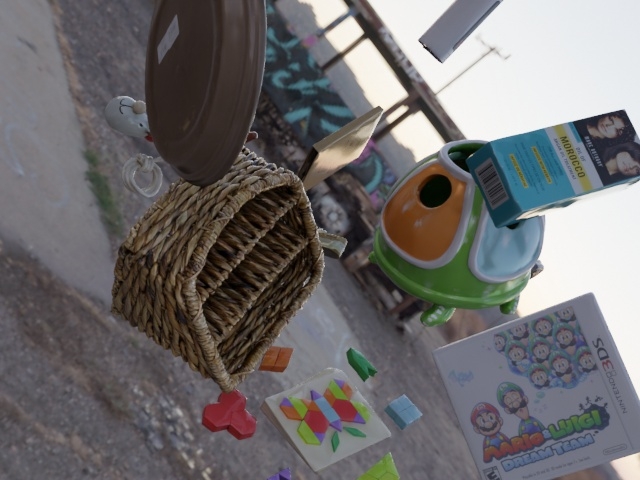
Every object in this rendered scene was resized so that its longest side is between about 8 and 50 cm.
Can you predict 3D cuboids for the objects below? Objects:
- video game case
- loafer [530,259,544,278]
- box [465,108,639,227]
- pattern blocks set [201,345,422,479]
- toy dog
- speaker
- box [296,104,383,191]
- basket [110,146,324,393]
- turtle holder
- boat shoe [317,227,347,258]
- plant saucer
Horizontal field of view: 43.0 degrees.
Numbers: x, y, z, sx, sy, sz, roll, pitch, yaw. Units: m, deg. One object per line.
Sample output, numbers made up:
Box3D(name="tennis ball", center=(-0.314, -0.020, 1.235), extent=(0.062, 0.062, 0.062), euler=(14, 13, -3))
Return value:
Box3D(name="video game case", center=(0.198, 0.140, 0.733), extent=(0.143, 0.157, 0.019), euler=(69, 19, 8))
Box3D(name="loafer", center=(0.357, 0.027, 1.568), extent=(0.095, 0.109, 0.302), euler=(64, 17, 18))
Box3D(name="box", center=(0.316, -0.097, 1.060), extent=(0.100, 0.244, 0.060), euler=(68, -28, 12))
Box3D(name="pattern blocks set", center=(0.007, 0.268, 1.236), extent=(0.285, 0.026, 0.325), euler=(40, 37, 14))
Box3D(name="toy dog", center=(-0.265, -0.223, 1.697), extent=(0.334, 0.161, 0.220), euler=(-13, 84, -53))
Box3D(name="speaker", center=(0.209, -0.330, 1.213), extent=(0.055, 0.136, 0.055), euler=(43, 9, -9))
Box3D(name="box", center=(0.032, -0.178, 1.640), extent=(0.021, 0.201, 0.164), euler=(47, -35, 11))
Box3D(name="basket", center=(-0.121, 0.021, 1.171), extent=(0.223, 0.213, 0.299), euler=(33, 47, 9))
Box3D(name="turtle holder", center=(0.246, -0.024, 1.234), extent=(0.243, 0.321, 0.227), euler=(-104, -158, -53))
Box3D(name="boat shoe", center=(0.000, 0.000, 1.672), extent=(0.135, 0.045, 0.050), euler=(22, -26, 39))
Box3D(name="plant saucer", center=(-0.138, -0.198, 0.896), extent=(0.041, 0.277, 0.278), euler=(1, 36, -30))
